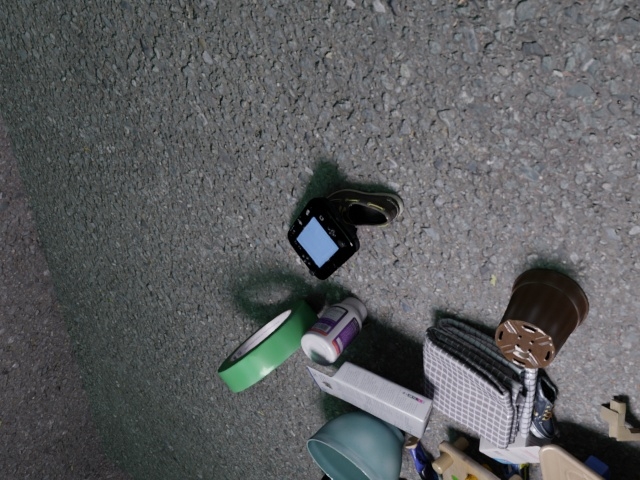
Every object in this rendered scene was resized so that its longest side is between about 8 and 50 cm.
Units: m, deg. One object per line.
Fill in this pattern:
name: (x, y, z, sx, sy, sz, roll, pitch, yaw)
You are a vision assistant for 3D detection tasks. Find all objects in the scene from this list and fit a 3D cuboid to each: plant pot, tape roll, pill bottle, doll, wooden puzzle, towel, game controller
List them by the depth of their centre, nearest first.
plant pot: (0.457, 0.172, 1.373, 0.167, 0.165, 0.167, 22, 133, 27)
wooden puzzle: (0.695, 0.636, 1.523, 0.348, 0.080, 0.322, 28, 151, 43)
towel: (0.372, 0.350, 1.574, 0.283, 0.121, 0.235, 30, 137, 41)
game controller: (0.000, 0.000, 1.643, 0.166, 0.067, 0.319, 44, 155, 1)
pill bottle: (0.044, 0.238, 1.748, 0.108, 0.193, 0.108, 23, 133, 26)
tape roll: (-0.148, 0.298, 1.857, 0.077, 0.321, 0.321, 52, 139, -3)
doll: (0.311, 0.681, 1.926, 0.046, 0.129, 0.189, -26, 93, 27)
plant pot: (0.130, 0.628, 1.954, 0.293, 0.196, 0.293, 31, 149, 22)

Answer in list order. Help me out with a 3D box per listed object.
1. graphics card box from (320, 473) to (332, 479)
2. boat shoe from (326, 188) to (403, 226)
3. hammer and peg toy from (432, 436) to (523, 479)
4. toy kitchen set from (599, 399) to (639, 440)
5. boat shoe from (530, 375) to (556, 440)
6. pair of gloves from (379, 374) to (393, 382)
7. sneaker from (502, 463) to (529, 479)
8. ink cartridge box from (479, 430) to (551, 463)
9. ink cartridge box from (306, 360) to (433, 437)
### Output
graphics card box: (0.182, 0.923, 2.236, 0.371, 0.094, 0.233, 43, 139, 3)
boat shoe: (0.087, -0.075, 1.564, 0.227, 0.068, 0.081, 2, 122, 39)
hammer and peg toy: (0.451, 0.741, 1.804, 0.266, 0.127, 0.361, 27, 140, 45)
toy kitchen set: (0.685, 0.401, 1.466, 0.068, 0.075, 0.083, -173, 85, -81)
boat shoe: (0.536, 0.406, 1.560, 0.083, 0.065, 0.183, -20, 105, 51)
pair of gloves: (0.199, 0.484, 1.938, 0.159, 0.023, 0.198, 27, 134, 22)
sneaker: (0.528, 0.632, 1.756, 0.059, 0.053, 0.144, 16, 125, 37)
ink cartridge box: (0.510, 0.520, 1.649, 0.104, 0.060, 0.180, 34, 144, -25)
ink cartridge box: (0.139, 0.418, 1.760, 0.330, 0.071, 0.324, 24, 162, 16)
